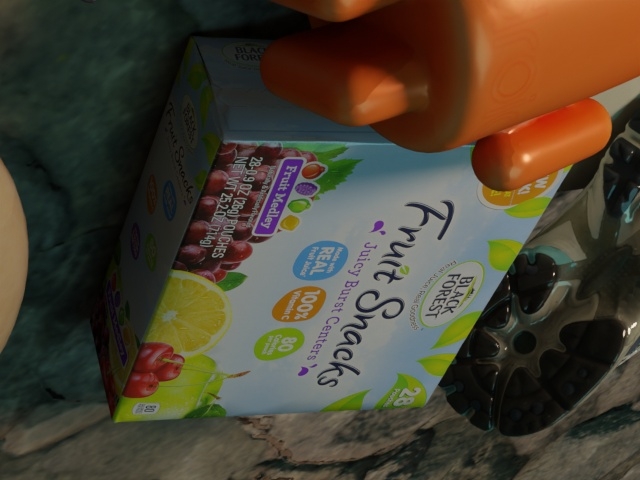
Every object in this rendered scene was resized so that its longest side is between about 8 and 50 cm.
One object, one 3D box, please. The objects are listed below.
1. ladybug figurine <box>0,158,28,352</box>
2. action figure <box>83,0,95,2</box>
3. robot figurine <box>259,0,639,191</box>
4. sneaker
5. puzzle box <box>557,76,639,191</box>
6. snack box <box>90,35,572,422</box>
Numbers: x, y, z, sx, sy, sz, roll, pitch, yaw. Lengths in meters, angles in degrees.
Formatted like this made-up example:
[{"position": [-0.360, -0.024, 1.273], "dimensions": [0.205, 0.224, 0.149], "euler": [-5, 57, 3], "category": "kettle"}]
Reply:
[{"position": [-0.306, 0.060, 0.488], "dimensions": [0.449, 0.162, 0.305], "euler": [-29, 154, -12], "category": "ladybug figurine"}, {"position": [-0.120, -0.153, 0.427], "dimensions": [0.185, 0.099, 0.285], "euler": [-34, 152, 20], "category": "action figure"}, {"position": [0.079, -0.112, 0.692], "dimensions": [0.219, 0.158, 0.128], "euler": [-22, 168, -24], "category": "robot figurine"}, {"position": [0.184, -0.007, 0.938], "dimensions": [0.283, 0.110, 0.122], "euler": [-37, 172, 12], "category": "sneaker"}, {"position": [0.259, -0.143, 0.938], "dimensions": [0.409, 0.052, 0.272], "euler": [-8, 143, -43], "category": "puzzle box"}, {"position": [0.000, 0.000, 0.808], "dimensions": [0.175, 0.070, 0.207], "euler": [0, 142, -24], "category": "snack box"}]
